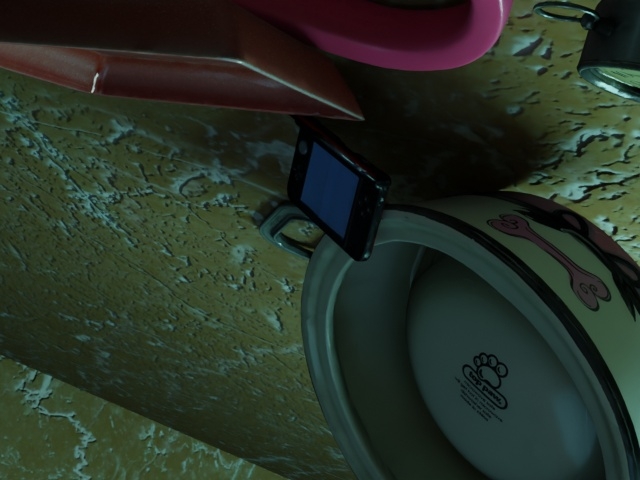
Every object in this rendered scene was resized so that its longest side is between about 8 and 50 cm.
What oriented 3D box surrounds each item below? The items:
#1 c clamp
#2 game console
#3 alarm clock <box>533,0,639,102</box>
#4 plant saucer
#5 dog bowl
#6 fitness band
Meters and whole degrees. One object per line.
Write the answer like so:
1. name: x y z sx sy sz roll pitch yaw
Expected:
1. c clamp: 0.000 0.000 1.278 0.137 0.022 0.160 27 158 -17
2. game console: -0.012 -0.062 0.969 0.085 0.124 0.144 -3 -151 -32
3. alarm clock: 0.214 -0.121 0.682 0.192 0.064 0.129 12 -176 -24
4. plant saucer: -0.122 -0.137 0.800 0.258 0.048 0.259 8 180 20
5. dog bowl: 0.167 0.133 1.037 0.408 0.150 0.408 32 135 39
6. fitness band: -0.008 -0.206 0.752 0.290 0.054 0.209 20 162 4
